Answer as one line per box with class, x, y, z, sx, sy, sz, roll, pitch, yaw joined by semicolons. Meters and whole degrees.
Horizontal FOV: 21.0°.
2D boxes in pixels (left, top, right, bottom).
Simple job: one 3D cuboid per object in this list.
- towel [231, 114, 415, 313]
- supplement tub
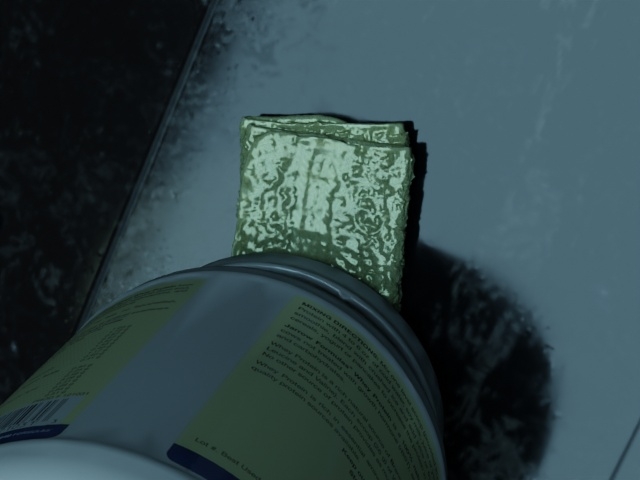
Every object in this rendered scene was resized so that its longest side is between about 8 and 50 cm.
towel;0.000;0.000;1.017;0.110;0.027;0.148;6;97;15
supplement tub;-0.065;0.152;0.881;0.235;0.325;0.235;5;110;15
